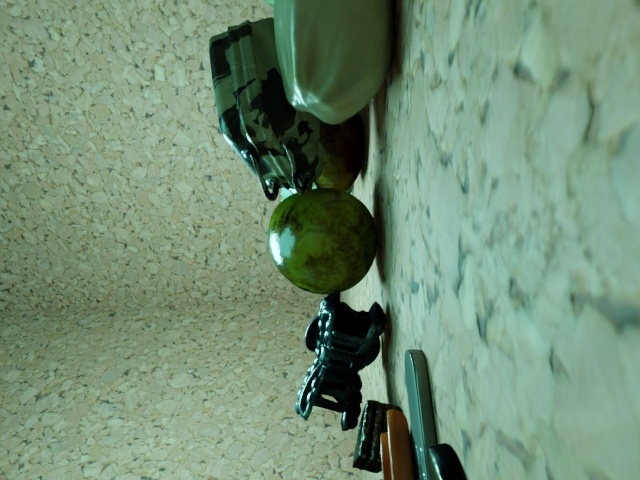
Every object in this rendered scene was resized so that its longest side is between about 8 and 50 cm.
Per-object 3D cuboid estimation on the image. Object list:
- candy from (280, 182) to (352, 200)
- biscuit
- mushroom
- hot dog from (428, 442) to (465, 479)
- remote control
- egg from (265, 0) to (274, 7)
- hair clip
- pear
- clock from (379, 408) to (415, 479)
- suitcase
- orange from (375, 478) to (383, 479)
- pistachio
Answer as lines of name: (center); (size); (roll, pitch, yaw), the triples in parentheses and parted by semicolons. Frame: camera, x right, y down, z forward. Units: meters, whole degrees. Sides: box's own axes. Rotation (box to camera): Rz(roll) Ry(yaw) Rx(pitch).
candy: (-0.002, -0.276, 1.562); (0.398, 0.172, 0.262); (-8, -80, -59)
biscuit: (0.118, 0.452, 0.946); (0.388, 0.073, 0.107); (88, -165, -59)
mushroom: (0.030, -0.296, 1.261); (0.345, 0.239, 0.345); (-172, 90, -69)
hot dog: (0.104, 0.348, 0.360); (0.326, 0.107, 0.194); (-88, -5, -84)
remote control: (0.142, 0.276, 0.582); (0.077, 0.022, 0.244); (92, 175, -71)
egg: (-0.041, -0.684, 0.943); (0.287, 0.288, 0.379); (87, 180, -55)
hair clip: (0.044, 0.267, 0.985); (0.206, 0.195, 0.310); (-37, -37, -80)
pear: (0.000, 0.000, 1.024); (0.283, 0.284, 0.283); (-3, -90, -90)
clock: (0.122, 0.375, 0.659); (0.205, 0.051, 0.205); (-5, -90, -83)
suitcase: (-0.094, -0.256, 0.935); (0.351, 0.194, 0.339); (52, -154, -72)
orange: (0.132, 0.669, 0.871); (0.310, 0.274, 0.274); (13, 108, 58)
pistachio: (0.029, -0.365, 0.701); (0.226, 0.208, 0.331); (-11, -72, -45)
